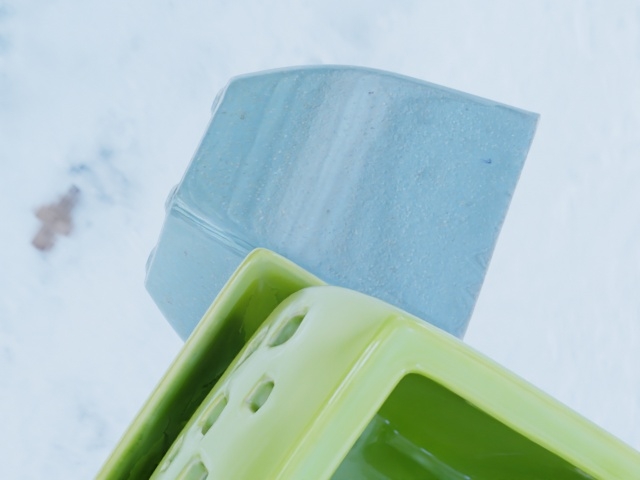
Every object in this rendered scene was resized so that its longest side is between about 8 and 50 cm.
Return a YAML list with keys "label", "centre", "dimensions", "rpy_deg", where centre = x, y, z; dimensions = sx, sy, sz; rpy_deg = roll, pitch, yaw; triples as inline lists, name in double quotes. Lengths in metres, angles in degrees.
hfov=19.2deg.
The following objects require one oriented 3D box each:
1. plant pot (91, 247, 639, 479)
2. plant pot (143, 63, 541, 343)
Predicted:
- label: "plant pot"
  centre: [0.016, 0.146, 0.777]
  dimensions: [0.228, 0.207, 0.227]
  rpy_deg: [34, 90, -25]
- label: "plant pot"
  centre: [0.000, 0.000, 1.559]
  dimensions: [0.252, 0.247, 0.248]
  rpy_deg: [23, 58, 0]
